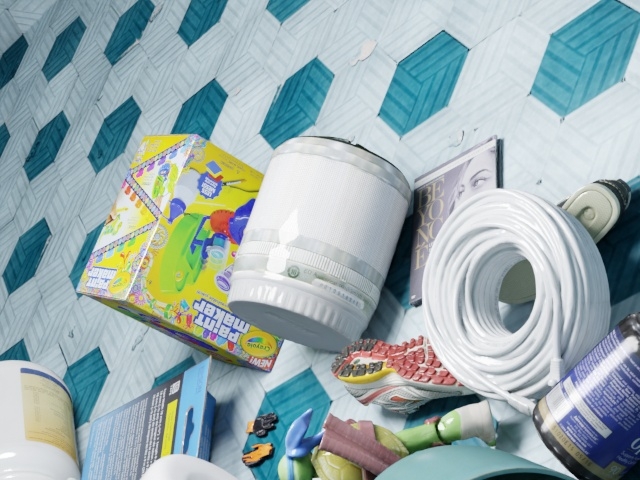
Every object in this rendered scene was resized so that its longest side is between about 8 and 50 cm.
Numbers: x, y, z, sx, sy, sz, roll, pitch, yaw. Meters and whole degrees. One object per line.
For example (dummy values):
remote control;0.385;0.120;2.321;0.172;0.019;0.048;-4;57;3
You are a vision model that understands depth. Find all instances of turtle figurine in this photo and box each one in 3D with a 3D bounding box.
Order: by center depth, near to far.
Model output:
turtle figurine;0.092;0.305;1.695;0.266;0.275;0.198;-10;16;4

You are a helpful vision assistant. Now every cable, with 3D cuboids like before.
cable;0.237;0.068;1.677;0.257;0.089;0.257;19;100;48

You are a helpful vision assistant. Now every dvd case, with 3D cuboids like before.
dvd case;0.192;-0.029;1.958;0.164;0.018;0.221;-29;43;40

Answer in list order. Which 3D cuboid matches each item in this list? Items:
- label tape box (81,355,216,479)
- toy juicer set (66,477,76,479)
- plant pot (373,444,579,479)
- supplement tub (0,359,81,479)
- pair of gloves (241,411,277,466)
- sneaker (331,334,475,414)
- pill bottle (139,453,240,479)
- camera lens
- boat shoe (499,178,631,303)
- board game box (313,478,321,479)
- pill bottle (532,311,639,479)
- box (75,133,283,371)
label tape box;-0.249;0.357;2.179;0.333;0.106;0.241;-30;43;40
toy juicer set;-0.435;0.473;2.153;0.209;0.089;0.329;-52;30;9
plant pot;0.153;0.352;1.474;0.293;0.293;0.235;-61;19;-2
supplement tub;-0.545;0.391;2.449;0.228;0.228;0.316;-47;34;20
pair of gloves;-0.092;0.303;2.096;0.074;0.010;0.083;-27;42;43
sneaker;0.128;0.181;1.832;0.225;0.093;0.088;-2;42;38
pill bottle;-0.230;0.494;1.754;0.408;0.229;0.229;-54;32;12
camera lens;0.000;0.000;2.011;0.219;0.219;0.274;-5;61;53
boat shoe;0.301;0.003;1.749;0.233;0.084;0.079;-44;-3;36
board game box;-0.045;0.508;1.829;0.390;0.050;0.390;-39;37;30
pill bottle;0.345;0.157;1.499;0.219;0.122;0.123;-48;34;19
box;-0.181;0.020;2.183;0.177;0.290;0.279;5;70;55
